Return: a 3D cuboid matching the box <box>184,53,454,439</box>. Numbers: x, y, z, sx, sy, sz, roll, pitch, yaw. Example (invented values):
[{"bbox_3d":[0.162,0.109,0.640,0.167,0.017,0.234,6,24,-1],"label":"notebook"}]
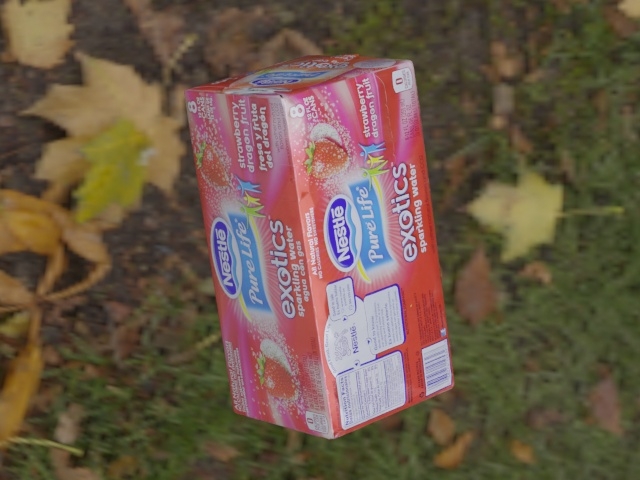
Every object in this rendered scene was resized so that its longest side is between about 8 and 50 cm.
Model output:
[{"bbox_3d":[0.000,0.000,1.449,0.128,0.122,0.257,-20,108,-38],"label":"box"}]
